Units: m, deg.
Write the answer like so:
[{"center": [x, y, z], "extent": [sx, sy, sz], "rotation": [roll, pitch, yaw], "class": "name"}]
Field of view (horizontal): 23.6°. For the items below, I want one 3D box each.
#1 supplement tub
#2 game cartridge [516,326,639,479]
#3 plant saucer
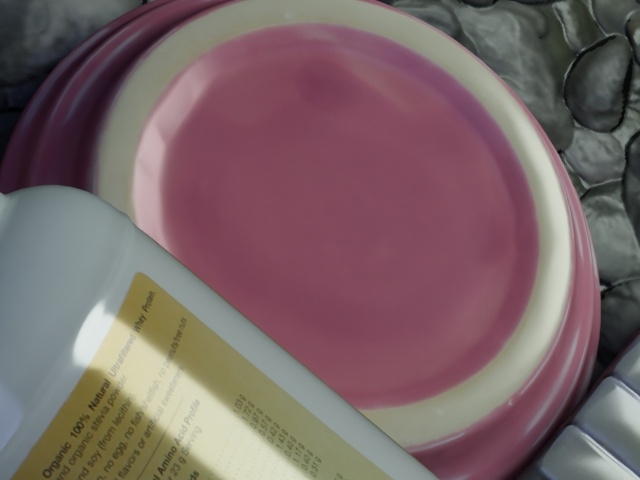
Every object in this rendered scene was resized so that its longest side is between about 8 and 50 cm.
[{"center": [-0.091, 0.123, 0.581], "extent": [0.316, 0.228, 0.228], "rotation": [41, 59, -15], "class": "supplement tub"}, {"center": [0.289, 0.168, 0.762], "extent": [0.355, 0.068, 0.230], "rotation": [40, 62, 11], "class": "game cartridge"}, {"center": [0.000, 0.000, 0.787], "extent": [0.332, 0.084, 0.332], "rotation": [7, 65, -15], "class": "plant saucer"}]
